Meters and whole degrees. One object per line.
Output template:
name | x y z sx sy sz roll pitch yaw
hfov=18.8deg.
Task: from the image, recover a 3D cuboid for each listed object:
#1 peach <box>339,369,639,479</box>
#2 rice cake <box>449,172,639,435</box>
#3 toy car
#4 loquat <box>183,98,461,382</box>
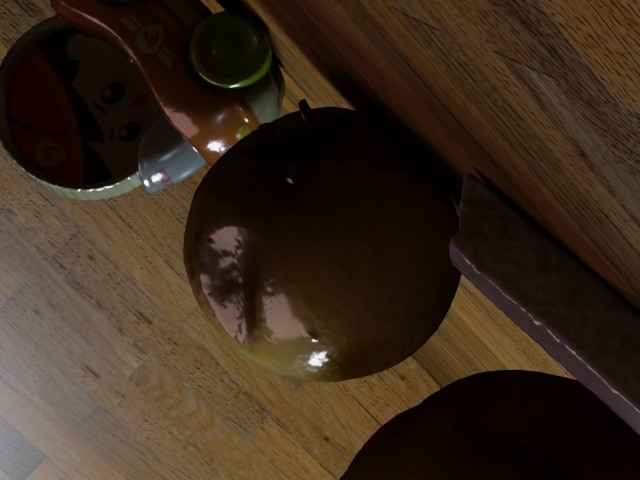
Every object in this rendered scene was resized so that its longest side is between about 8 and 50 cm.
peach | 0.174 0.269 1.471 0.370 0.370 0.370 45 176 4
rice cake | 0.207 0.093 1.207 0.365 0.056 0.073 43 174 22
toy car | -0.158 -0.124 1.581 0.235 0.235 0.145 44 177 10
loquat | 0.001 0.004 1.416 0.213 0.213 0.213 45 176 4
